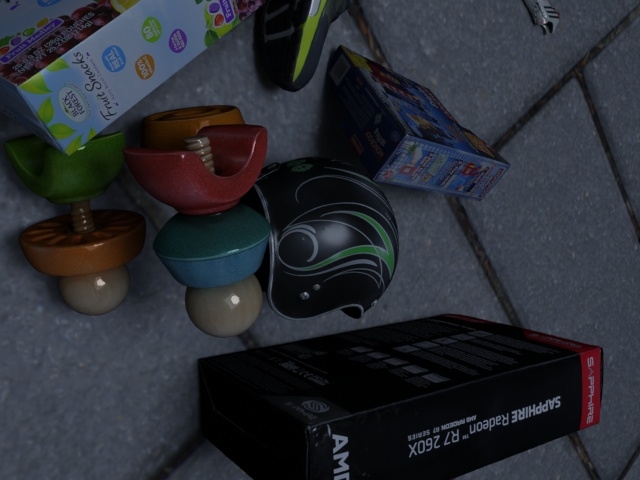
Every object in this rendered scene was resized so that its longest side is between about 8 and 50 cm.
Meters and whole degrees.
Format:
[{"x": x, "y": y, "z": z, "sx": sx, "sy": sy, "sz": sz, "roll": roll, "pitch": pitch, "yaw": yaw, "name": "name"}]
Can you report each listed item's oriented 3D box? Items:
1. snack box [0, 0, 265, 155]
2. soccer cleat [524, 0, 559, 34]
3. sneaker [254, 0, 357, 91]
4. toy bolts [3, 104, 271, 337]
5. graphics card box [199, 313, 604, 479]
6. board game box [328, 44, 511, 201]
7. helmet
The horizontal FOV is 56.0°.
[{"x": -0.178, "y": -0.180, "z": 0.472, "sx": 0.207, "sy": 0.174, "sz": 0.070, "roll": -45, "pitch": 145, "yaw": -22, "name": "snack box"}, {"x": 0.317, "y": -0.331, "z": 0.867, "sx": 0.083, "sy": 0.029, "sz": 0.035, "roll": 28, "pitch": 74, "yaw": -36, "name": "soccer cleat"}, {"x": 0.028, "y": -0.289, "z": 0.641, "sx": 0.121, "sy": 0.111, "sz": 0.299, "roll": 26, "pitch": 81, "yaw": -34, "name": "sneaker"}, {"x": -0.116, "y": -0.018, "z": 0.510, "sx": 0.218, "sy": 0.229, "sz": 0.158, "roll": -25, "pitch": 118, "yaw": -42, "name": "toy bolts"}, {"x": 0.086, "y": 0.159, "z": 0.634, "sx": 0.371, "sy": 0.233, "sz": 0.094, "roll": -3, "pitch": 96, "yaw": -33, "name": "graphics card box"}, {"x": 0.113, "y": -0.120, "z": 0.682, "sx": 0.194, "sy": 0.194, "sz": 0.060, "roll": 16, "pitch": 124, "yaw": -34, "name": "board game box"}, {"x": 0.000, "y": 0.000, "z": 0.612, "sx": 0.162, "sy": 0.169, "sz": 0.169, "roll": -5, "pitch": 96, "yaw": -26, "name": "helmet"}]
